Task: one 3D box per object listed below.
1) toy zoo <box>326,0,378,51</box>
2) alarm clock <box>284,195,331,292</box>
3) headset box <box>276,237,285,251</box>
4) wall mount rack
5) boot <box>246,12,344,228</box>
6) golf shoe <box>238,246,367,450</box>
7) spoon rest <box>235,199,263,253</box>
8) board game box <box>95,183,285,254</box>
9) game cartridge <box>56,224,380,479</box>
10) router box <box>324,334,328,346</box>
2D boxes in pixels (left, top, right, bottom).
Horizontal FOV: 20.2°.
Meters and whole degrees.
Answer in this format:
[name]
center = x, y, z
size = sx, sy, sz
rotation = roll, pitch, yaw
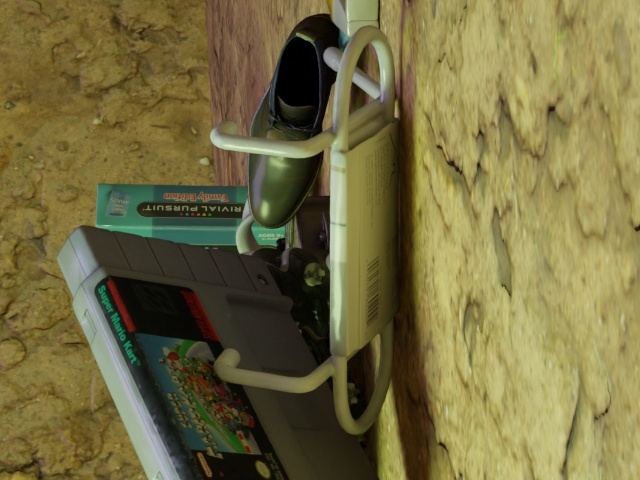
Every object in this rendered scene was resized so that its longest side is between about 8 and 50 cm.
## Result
[toy zoo]
center = 0.024, -0.309, 1.613
size = 0.192, 0.030, 0.293
rotation = -108, 17, -63
[alarm clock]
center = 0.001, 0.014, 1.810
size = 0.192, 0.064, 0.129
rotation = 103, 162, -74
[headset box]
center = -0.014, 0.038, 1.948
size = 0.032, 0.062, 0.083
rotation = 140, 126, -82
[wall mount rack]
center = 0.008, -0.025, 1.537
size = 0.304, 0.130, 0.350
rotation = -38, -48, -61
[boot]
center = -0.035, -0.111, 1.721
size = 0.106, 0.082, 0.219
rotation = -36, -38, -76
[golf shoe]
center = -0.032, 0.138, 1.763
size = 0.120, 0.105, 0.273
rotation = 2, 104, 50
[spoon rest]
center = -0.056, -0.051, 2.113
size = 0.137, 0.084, 0.276
rotation = -77, -8, -46
[board game box]
center = -0.175, 0.062, 2.454
size = 0.336, 0.254, 0.079
rotation = 95, 174, -50
[game cartridge]
center = -0.071, 0.139, 1.508
size = 0.068, 0.230, 0.355
rotation = -46, 53, 23
[router box]
center = -0.025, 0.118, 2.135
size = 0.179, 0.046, 0.133
rotation = 95, 168, -51
